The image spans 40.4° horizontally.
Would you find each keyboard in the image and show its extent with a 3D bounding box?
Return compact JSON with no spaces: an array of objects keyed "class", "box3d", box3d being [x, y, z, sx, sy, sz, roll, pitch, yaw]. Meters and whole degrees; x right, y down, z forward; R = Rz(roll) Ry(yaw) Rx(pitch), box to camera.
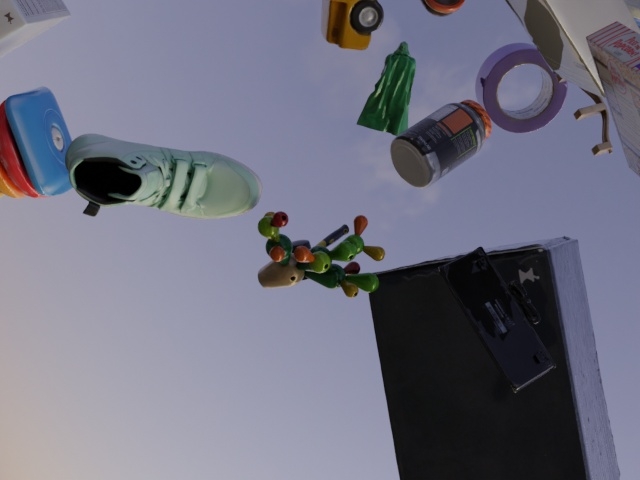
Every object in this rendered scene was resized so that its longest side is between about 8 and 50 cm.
[{"class":"keyboard","box3d":[0.230,0.095,1.106,0.180,0.108,0.023,60,-31,11]}]

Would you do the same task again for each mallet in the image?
[{"class":"mallet","box3d":[0.000,0.000,1.430,0.039,0.190,0.062,-2,-66,28]}]

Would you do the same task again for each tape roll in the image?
[{"class":"tape roll","box3d":[0.445,-0.339,1.935,0.080,0.189,0.189,-99,173,-67]}]

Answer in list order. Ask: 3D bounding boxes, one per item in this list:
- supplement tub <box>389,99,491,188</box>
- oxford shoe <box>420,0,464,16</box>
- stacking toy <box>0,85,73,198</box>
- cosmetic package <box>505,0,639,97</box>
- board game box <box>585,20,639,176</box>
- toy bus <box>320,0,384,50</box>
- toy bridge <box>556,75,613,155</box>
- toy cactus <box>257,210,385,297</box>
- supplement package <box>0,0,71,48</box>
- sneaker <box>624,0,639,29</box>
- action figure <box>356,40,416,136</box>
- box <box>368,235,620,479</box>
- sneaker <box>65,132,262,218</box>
[{"class":"supplement tub","box3d":[0.238,-0.193,1.702,0.117,0.190,0.117,42,-28,29]},{"class":"oxford shoe","box3d":[0.171,-0.417,1.322,0.098,0.096,0.271,110,-15,-51]},{"class":"stacking toy","box3d":[-0.548,-0.121,1.365,0.175,0.301,0.166,-80,155,-74]},{"class":"cosmetic package","box3d":[0.342,-0.318,1.198,0.238,0.107,0.127,37,7,-38]},{"class":"board game box","box3d":[0.379,-0.140,0.999,0.193,0.045,0.147,60,7,-30]},{"class":"toy bus","box3d":[0.038,-0.448,1.236,0.108,0.130,0.333,-109,-155,-59]},{"class":"toy bridge","box3d":[0.527,-0.252,1.698,0.026,0.063,0.188,120,-48,-66]},{"class":"toy cactus","box3d":[-0.022,0.021,1.223,0.180,0.219,0.112,-22,-120,43]},{"class":"supplement package","box3d":[-0.556,-0.384,1.361,0.198,0.199,0.263,60,7,-16]},{"class":"sneaker","box3d":[0.486,-0.313,1.313,0.085,0.152,0.058,-62,-144,37]},{"class":"action figure","box3d":[0.187,-0.391,2.215,0.063,0.137,0.232,-84,-171,-70]},{"class":"box","box3d":[0.316,0.252,1.483,0.297,0.472,0.480,-10,-92,20]},{"class":"sneaker","box3d":[-0.191,-0.063,1.082,0.151,0.255,0.094,-123,-135,-69]}]
